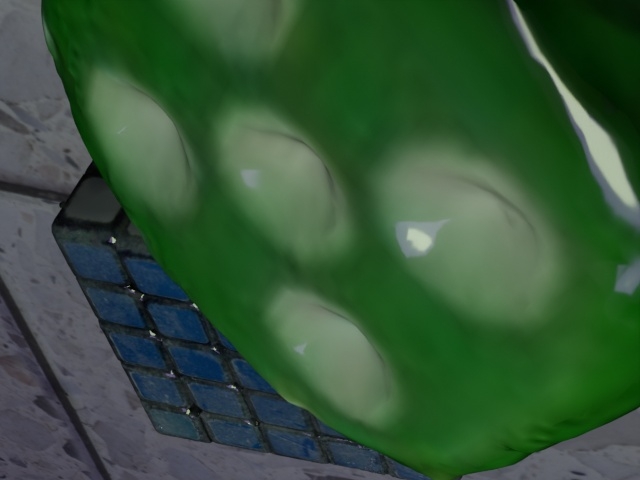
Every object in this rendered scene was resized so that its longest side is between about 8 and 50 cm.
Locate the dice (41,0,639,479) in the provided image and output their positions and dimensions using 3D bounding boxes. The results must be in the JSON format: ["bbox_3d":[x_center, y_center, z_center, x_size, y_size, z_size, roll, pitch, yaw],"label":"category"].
[{"bbox_3d":[0.075,-0.099,0.495,0.300,0.297,0.287,48,146,3],"label":"dice"}]

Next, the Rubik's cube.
[{"bbox_3d":[0.000,0.000,0.773,0.237,0.238,0.237,9,143,19],"label":"Rubik's cube"}]
